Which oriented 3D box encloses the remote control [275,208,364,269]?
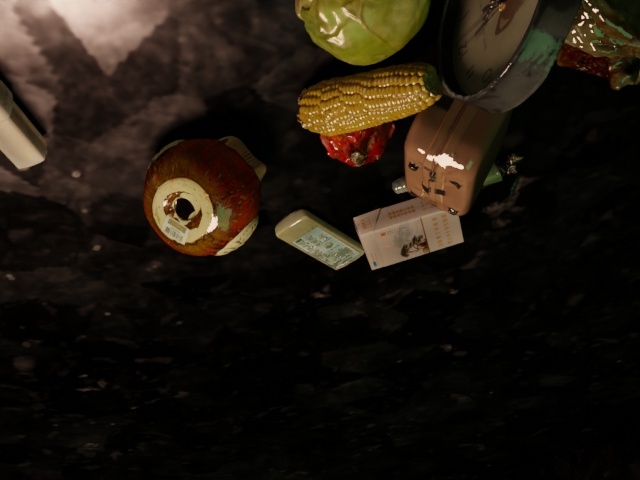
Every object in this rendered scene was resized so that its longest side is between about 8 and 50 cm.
[{"bbox_3d":[0.000,0.000,1.846,0.098,0.038,0.234,-31,140,27],"label":"remote control"}]

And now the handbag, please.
[{"bbox_3d":[0.268,-0.209,1.462,0.149,0.283,0.302,28,171,15],"label":"handbag"}]

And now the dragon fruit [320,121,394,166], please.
[{"bbox_3d":[0.077,-0.185,1.554,0.153,0.110,0.153,-4,147,-3],"label":"dragon fruit"}]

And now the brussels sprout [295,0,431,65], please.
[{"bbox_3d":[0.071,-0.382,1.237,0.223,0.161,0.223,-12,149,-8],"label":"brussels sprout"}]

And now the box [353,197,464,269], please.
[{"bbox_3d":[0.208,-0.024,1.834,0.233,0.067,0.149,-17,141,5],"label":"box"}]

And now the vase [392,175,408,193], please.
[{"bbox_3d":[0.252,-0.149,1.684,0.212,0.059,0.060,-22,142,17],"label":"vase"}]

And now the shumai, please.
[{"bbox_3d":[0.453,-0.397,1.311,0.330,0.291,0.288,14,173,-21],"label":"shumai"}]

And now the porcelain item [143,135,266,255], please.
[{"bbox_3d":[-0.220,-0.094,1.558,0.253,0.252,0.253,-7,144,-5],"label":"porcelain item"}]

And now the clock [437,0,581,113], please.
[{"bbox_3d":[0.280,-0.357,1.188,0.067,0.325,0.325,11,139,-18],"label":"clock"}]

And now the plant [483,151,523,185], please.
[{"bbox_3d":[0.397,-0.157,1.719,0.102,0.051,0.051,-24,142,10],"label":"plant"}]

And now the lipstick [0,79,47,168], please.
[{"bbox_3d":[-0.569,-0.229,1.363,0.078,0.078,0.253,-17,145,8],"label":"lipstick"}]

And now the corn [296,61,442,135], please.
[{"bbox_3d":[0.081,-0.245,1.380,0.305,0.106,0.106,-1,158,46],"label":"corn"}]
